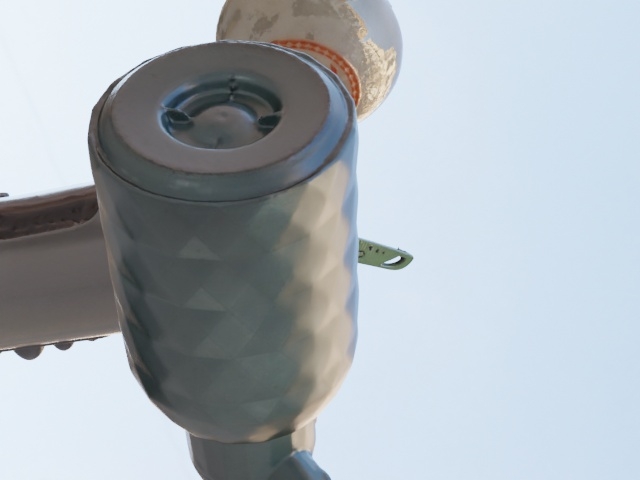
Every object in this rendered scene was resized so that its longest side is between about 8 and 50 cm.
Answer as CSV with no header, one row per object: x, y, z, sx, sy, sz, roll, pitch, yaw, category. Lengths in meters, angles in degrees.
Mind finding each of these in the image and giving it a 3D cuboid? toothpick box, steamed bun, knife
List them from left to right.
-0.358,0.042,2.059,0.316,0.229,0.229,-10,-67,7,toothpick box
-0.019,-0.220,1.924,0.231,0.145,0.232,8,-49,9,steamed bun
0.001,0.001,2.150,0.043,0.293,0.020,-65,-149,18,knife

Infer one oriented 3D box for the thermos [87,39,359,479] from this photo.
-0.060,0.027,0.942,0.182,0.145,0.287,38,-35,34,thermos
